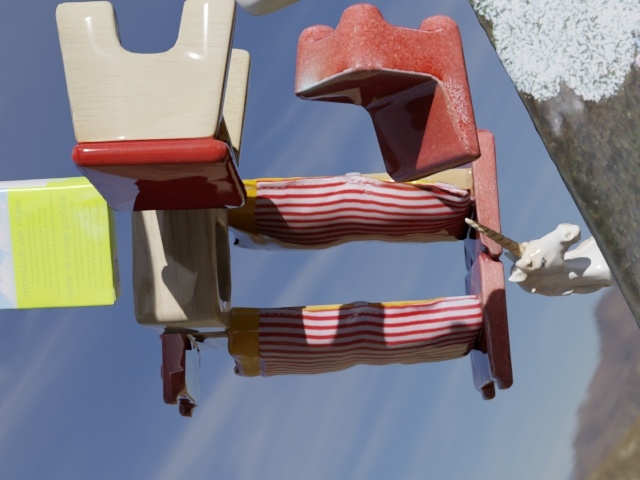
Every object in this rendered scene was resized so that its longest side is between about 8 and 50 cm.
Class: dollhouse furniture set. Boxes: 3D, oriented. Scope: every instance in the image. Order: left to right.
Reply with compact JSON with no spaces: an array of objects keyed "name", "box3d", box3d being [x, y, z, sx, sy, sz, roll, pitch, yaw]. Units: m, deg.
[{"name":"dollhouse furniture set","box3d":[0.000,0.000,0.847,0.374,0.201,0.152,76,-169,-80]}]

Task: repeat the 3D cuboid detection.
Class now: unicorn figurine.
[{"name":"unicorn figurine","box3d":[0.159,-0.006,0.805,0.162,0.111,0.060,-14,-94,-61]}]

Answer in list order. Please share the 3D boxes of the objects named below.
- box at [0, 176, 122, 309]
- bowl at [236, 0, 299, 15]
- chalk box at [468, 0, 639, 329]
[{"name":"box","box3d":[-0.264,0.004,1.401,0.042,0.178,0.109,-82,-11,-80]},{"name":"bowl","box3d":[-0.036,-0.292,1.496,0.142,0.142,0.053,-28,-1,-10]},{"name":"chalk box","box3d":[0.217,-0.117,0.547,0.289,0.180,0.179,-37,-18,35]}]
